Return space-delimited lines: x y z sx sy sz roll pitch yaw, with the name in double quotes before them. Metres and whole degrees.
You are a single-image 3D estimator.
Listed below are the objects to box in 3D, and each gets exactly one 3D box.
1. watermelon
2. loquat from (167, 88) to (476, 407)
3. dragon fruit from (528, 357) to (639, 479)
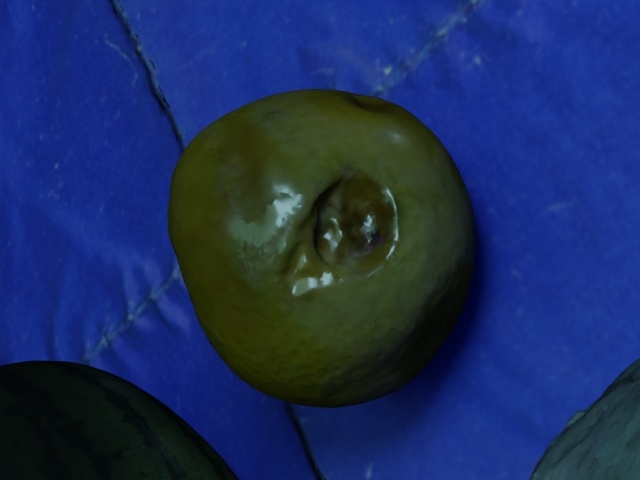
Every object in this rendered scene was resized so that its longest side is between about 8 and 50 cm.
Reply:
"watermelon" -0.187 0.230 1.142 0.359 0.279 0.278 40 112 42
"loquat" 0.004 0.004 1.060 0.213 0.213 0.213 -6 81 42
"dragon fruit" 0.223 0.139 0.820 0.283 0.221 0.203 10 98 45
